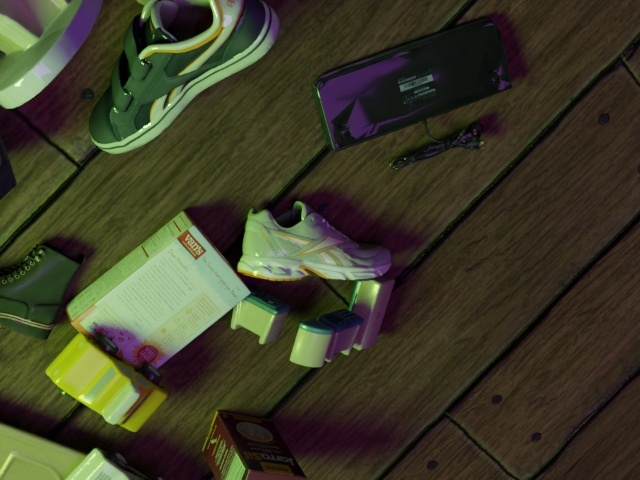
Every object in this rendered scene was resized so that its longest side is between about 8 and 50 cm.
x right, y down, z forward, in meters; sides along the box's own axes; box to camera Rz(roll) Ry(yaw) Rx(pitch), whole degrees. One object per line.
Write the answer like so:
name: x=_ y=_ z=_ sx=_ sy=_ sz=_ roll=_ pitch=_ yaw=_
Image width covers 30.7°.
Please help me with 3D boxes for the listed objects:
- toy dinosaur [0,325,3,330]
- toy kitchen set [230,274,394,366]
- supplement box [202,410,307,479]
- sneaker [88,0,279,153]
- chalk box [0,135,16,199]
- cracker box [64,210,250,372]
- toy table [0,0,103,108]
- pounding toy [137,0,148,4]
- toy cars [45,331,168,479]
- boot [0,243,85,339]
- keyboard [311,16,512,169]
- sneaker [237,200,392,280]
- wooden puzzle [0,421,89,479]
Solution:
toy dinosaur: x=-0.505 y=0.155 z=1.696 sx=0.090 sy=0.047 sz=0.082 roll=-26 pitch=101 yaw=2
toy kitchen set: x=-0.013 y=0.099 z=1.857 sx=0.207 sy=0.166 sz=0.122 roll=-12 pitch=123 yaw=-58
supplement box: x=-0.108 y=0.355 z=1.853 sx=0.104 sy=0.188 sz=0.081 roll=13 pitch=106 yaw=-26
sneaker: x=-0.215 y=-0.240 z=1.543 sx=0.321 sy=0.126 sz=0.127 roll=-33 pitch=140 yaw=24
chalk box: x=-0.519 y=-0.105 z=1.471 sx=0.179 sy=0.289 sz=0.180 roll=-5 pitch=116 yaw=16
cracker box: x=-0.243 y=0.088 z=1.755 sx=0.232 sy=0.067 sz=0.155 roll=-38 pitch=122 yaw=-2
toy table: x=-0.381 y=-0.297 z=1.422 sx=0.252 sy=0.274 sz=0.161 roll=-39 pitch=118 yaw=9
pounding toy: x=-0.163 y=-0.358 z=1.576 sx=0.141 sy=0.100 sz=0.130 roll=20 pitch=104 yaw=-27
toy cars: x=-0.298 y=0.312 z=1.744 sx=0.176 sy=0.087 sz=0.393 roll=-14 pitch=121 yaw=-22
boot: x=-0.447 y=0.048 z=1.661 sx=0.198 sy=0.077 sz=0.137 roll=25 pitch=97 yaw=-42
keyboard: x=0.152 y=-0.209 z=1.808 sx=0.317 sy=0.033 sz=0.201 roll=-20 pitch=111 yaw=-12
sneaker: x=0.000 y=0.000 z=1.803 sx=0.262 sy=0.099 sz=0.121 roll=1 pitch=95 yaw=-31
wooden puzzle: x=-0.544 y=0.404 z=1.769 sx=0.348 sy=0.080 sz=0.322 roll=27 pitch=100 yaw=-34
